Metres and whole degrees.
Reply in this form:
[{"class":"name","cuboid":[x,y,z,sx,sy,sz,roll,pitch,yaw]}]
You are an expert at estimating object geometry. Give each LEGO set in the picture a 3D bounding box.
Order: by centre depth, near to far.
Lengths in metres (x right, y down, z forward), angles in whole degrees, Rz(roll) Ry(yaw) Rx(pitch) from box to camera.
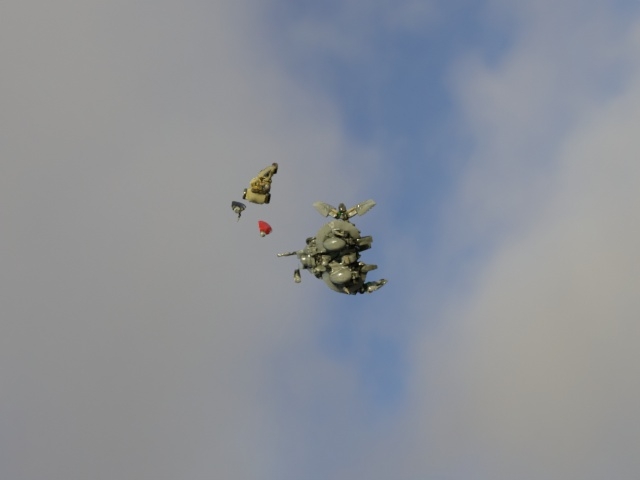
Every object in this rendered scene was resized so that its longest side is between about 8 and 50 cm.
[{"class":"LEGO set","cuboid":[-0.002,0.001,0.845,0.023,0.083,0.054,-92,24,-61]}]
